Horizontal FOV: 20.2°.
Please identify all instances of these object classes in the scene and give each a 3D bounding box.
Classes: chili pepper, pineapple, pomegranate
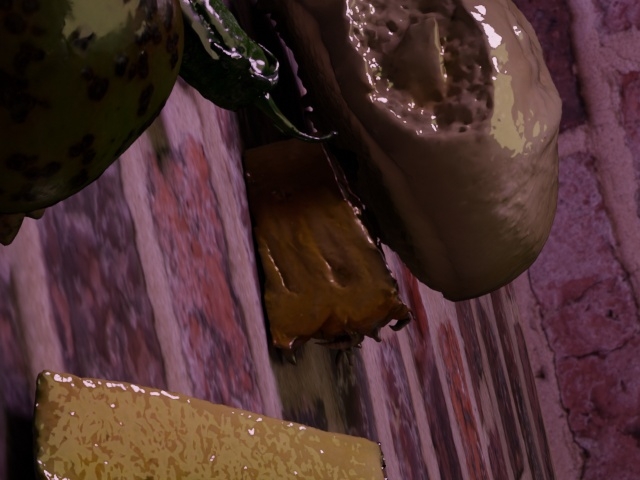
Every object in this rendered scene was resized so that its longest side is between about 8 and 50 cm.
[{"bbox_3d":[-0.094,-0.174,1.264,0.279,0.065,0.122,62,33,-4],"label":"chili pepper"},{"bbox_3d":[0.000,0.000,1.516,0.236,0.114,0.186,-102,173,-62],"label":"pineapple"},{"bbox_3d":[-0.143,-0.076,0.807,0.205,0.159,0.159,104,-16,-55],"label":"pomegranate"}]

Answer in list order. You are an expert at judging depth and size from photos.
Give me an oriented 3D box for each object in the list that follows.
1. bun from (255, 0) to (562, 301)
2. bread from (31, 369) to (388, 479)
[{"bbox_3d":[0.104,-0.132,1.627,0.364,0.202,0.364,61,-7,12],"label":"bun"},{"bbox_3d":[-0.092,0.185,0.996,0.264,0.163,0.168,20,53,-39],"label":"bread"}]
